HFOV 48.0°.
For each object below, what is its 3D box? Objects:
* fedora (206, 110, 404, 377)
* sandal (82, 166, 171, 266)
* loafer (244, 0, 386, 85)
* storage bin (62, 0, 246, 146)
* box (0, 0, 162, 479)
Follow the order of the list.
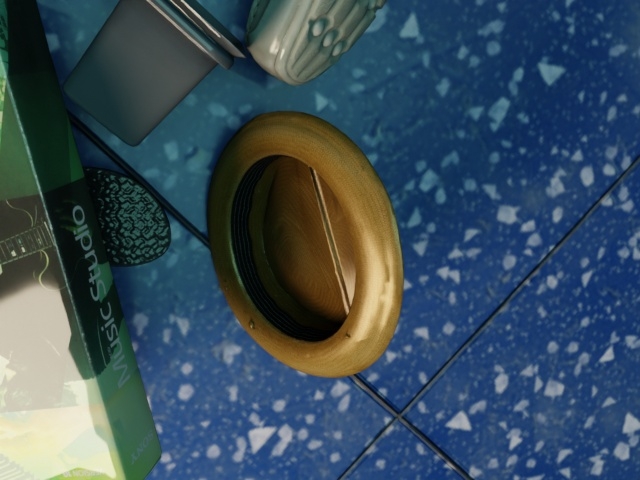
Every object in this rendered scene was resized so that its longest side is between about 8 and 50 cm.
[{"bbox_3d":[0.000,0.000,0.524,0.079,0.194,0.194,-23,110,-48],"label":"fedora"},{"bbox_3d":[-0.193,-0.023,0.512,0.179,0.040,0.067,9,94,-2],"label":"sandal"},{"bbox_3d":[0.021,-0.263,0.489,0.111,0.112,0.319,26,91,19],"label":"loafer"},{"bbox_3d":[-0.114,-0.123,0.464,0.098,0.135,0.091,40,99,-19],"label":"storage bin"},{"bbox_3d":[-0.248,0.013,0.441,0.232,0.058,0.322,-8,106,14],"label":"box"}]
